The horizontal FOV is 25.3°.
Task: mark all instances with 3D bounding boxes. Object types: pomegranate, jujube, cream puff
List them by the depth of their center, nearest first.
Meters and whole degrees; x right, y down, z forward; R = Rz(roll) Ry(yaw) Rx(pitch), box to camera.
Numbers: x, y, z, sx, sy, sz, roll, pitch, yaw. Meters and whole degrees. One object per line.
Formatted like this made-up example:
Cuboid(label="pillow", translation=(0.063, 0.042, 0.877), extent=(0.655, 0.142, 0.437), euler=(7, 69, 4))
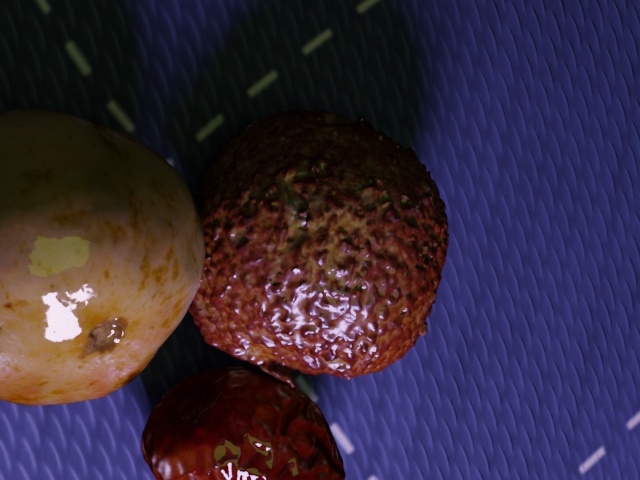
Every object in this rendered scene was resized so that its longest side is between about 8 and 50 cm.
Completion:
Cuboid(label="pomegranate", translation=(-0.288, 0.004, 1.550), extent=(0.342, 0.342, 0.343), euler=(-3, 98, -22))
Cuboid(label="cream puff", translation=(0.004, 0.004, 1.669), extent=(0.350, 0.228, 0.350), euler=(3, 81, -20))
Cuboid(label="jujube", translation=(-0.092, 0.263, 1.705), extent=(0.213, 0.213, 0.232), euler=(-41, 117, -13))
